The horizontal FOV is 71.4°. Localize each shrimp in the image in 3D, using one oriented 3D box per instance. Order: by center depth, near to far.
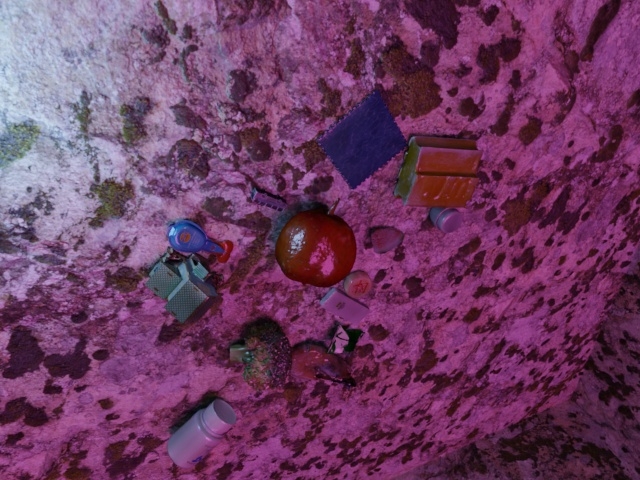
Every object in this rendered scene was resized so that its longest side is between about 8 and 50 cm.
[{"bbox_3d":[0.014,0.609,2.085,0.221,0.110,0.446,-43,126,15],"label":"shrimp"}]

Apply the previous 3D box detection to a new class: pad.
[{"bbox_3d":[0.151,-0.340,1.543,0.270,0.012,0.269,-40,129,5],"label":"pad"}]

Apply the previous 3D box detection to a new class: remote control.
[{"bbox_3d":[0.110,0.290,1.946,0.250,0.034,0.103,32,105,-38],"label":"remote control"}]

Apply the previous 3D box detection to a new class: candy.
[{"bbox_3d":[0.117,0.460,2.023,0.203,0.078,0.141,20,83,-46],"label":"candy"}]

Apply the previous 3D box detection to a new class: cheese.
[{"bbox_3d":[-0.404,0.007,1.503,0.256,0.037,0.106,27,89,-41],"label":"cheese"}]

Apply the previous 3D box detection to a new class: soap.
[{"bbox_3d":[0.443,-0.252,1.664,0.281,0.143,0.259,-1,123,-18],"label":"soap"}]

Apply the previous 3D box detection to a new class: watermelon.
[{"bbox_3d":[0.261,-0.006,1.793,0.180,0.081,0.094,-7,110,-39],"label":"watermelon"}]

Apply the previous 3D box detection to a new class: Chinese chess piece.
[{"bbox_3d":[0.158,0.188,1.886,0.122,0.051,0.122,-12,127,-17],"label":"Chinese chess piece"}]

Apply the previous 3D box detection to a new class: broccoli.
[{"bbox_3d":[-0.227,0.477,1.805,0.260,0.235,0.288,4,84,-29],"label":"broccoli"}]

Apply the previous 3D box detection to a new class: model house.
[{"bbox_3d":[-0.431,0.165,1.497,0.178,0.206,0.271,-43,129,8],"label":"model house"}]

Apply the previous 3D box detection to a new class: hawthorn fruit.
[{"bbox_3d":[0.000,0.000,1.550,0.287,0.287,0.330,10,112,-30],"label":"hawthorn fruit"}]

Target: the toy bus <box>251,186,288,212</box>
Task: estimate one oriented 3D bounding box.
[{"bbox_3d":[-0.175,-0.138,1.517,0.131,0.037,0.052,19,117,-35],"label":"toy bus"}]

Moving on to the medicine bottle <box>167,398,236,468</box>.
[{"bbox_3d":[-0.518,0.842,1.952,0.293,0.170,0.170,-45,129,8],"label":"medicine bottle"}]

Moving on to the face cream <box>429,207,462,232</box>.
[{"bbox_3d":[0.512,-0.095,1.819,0.117,0.104,0.117,-13,128,-17],"label":"face cream"}]
